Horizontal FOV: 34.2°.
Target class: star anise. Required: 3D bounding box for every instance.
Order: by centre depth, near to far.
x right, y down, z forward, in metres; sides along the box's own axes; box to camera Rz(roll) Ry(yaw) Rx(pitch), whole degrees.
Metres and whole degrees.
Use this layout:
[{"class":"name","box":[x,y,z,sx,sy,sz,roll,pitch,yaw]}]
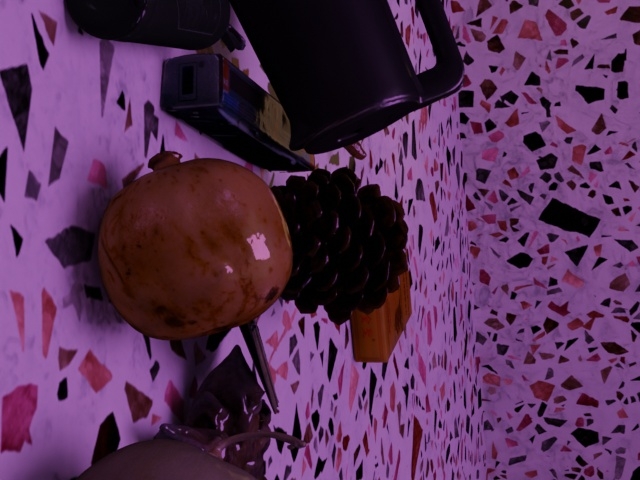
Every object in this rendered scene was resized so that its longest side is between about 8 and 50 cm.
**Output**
[{"class":"star anise","box":[-0.133,0.285,1.329,0.315,0.108,0.316,7,90,-71]}]

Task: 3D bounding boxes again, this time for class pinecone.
[{"class":"pinecone","box":[0.000,0.003,1.609,0.292,0.246,0.247,16,73,-55]}]

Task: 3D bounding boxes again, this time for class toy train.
[{"class":"toy train","box":[-0.100,-0.171,1.483,0.409,0.086,0.089,24,65,-71]}]

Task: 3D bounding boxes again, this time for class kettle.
[{"class":"kettle","box":[0.021,-0.298,1.455,0.262,0.203,0.308,-20,83,-42]}]

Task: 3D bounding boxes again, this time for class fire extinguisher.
[{"class":"fire extinguisher","box":[-0.173,-0.268,1.216,0.114,0.095,0.311,48,17,4]}]

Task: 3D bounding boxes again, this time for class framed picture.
[{"class":"framed picture","box":[-0.102,0.094,1.362,0.252,0.014,0.197,82,-14,-57]}]

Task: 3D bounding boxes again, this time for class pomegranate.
[{"class":"pomegranate","box":[-0.142,0.003,1.156,0.215,0.215,0.216,0,90,-73]}]

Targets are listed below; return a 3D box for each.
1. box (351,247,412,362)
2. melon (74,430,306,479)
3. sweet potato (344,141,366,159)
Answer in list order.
[{"class":"box","box":[0.133,0.130,2.262,0.274,0.076,0.174,-49,135,-65]},{"class":"melon","box":[-0.159,0.335,1.000,0.308,0.271,0.272,-81,161,-45]},{"class":"sweet potato","box":[0.022,-0.280,1.931,0.072,0.066,0.314,-81,159,-50]}]
